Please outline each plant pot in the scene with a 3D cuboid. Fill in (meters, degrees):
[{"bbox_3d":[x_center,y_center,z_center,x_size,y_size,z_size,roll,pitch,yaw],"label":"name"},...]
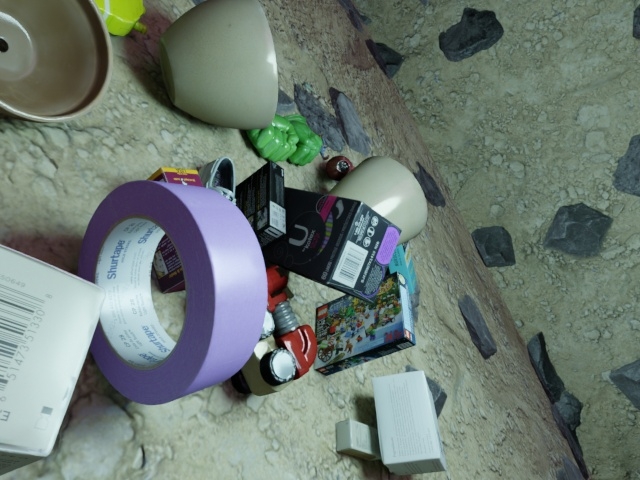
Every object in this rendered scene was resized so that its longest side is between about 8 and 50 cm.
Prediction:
[{"bbox_3d":[-0.439,-0.289,0.632,0.237,0.110,0.237,-13,105,-61],"label":"plant pot"},{"bbox_3d":[0.093,-0.051,1.138,0.274,0.256,0.256,-33,94,-32],"label":"plant pot"},{"bbox_3d":[-0.233,-0.369,0.938,0.191,0.284,0.284,-17,77,-23],"label":"plant pot"}]

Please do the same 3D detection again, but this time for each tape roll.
[{"bbox_3d":[-0.202,0.063,0.570,0.090,0.275,0.275,0,65,-58],"label":"tape roll"}]

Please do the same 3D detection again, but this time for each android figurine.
[{"bbox_3d":[-0.469,-0.505,0.858,0.273,0.056,0.248,12,54,-49],"label":"android figurine"}]

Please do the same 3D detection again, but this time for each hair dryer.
[{"bbox_3d":[0.125,-0.220,1.367,0.293,0.223,0.080,-2,98,-54],"label":"hair dryer"}]

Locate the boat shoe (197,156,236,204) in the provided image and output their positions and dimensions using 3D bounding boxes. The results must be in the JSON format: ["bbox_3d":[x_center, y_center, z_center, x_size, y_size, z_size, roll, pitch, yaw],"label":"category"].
[{"bbox_3d":[-0.209,-0.081,0.869,0.079,0.081,0.227,32,40,-40],"label":"boat shoe"}]

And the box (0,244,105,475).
[{"bbox_3d":[-0.321,0.120,0.383,0.127,0.232,0.148,35,39,-36],"label":"box"}]

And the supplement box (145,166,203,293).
[{"bbox_3d":[-0.240,-0.018,0.748,0.081,0.104,0.188,-8,73,-58],"label":"supplement box"}]

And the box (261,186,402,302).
[{"bbox_3d":[0.000,0.000,0.895,0.143,0.270,0.165,28,81,-42],"label":"box"}]

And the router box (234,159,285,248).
[{"bbox_3d":[-0.134,-0.064,0.916,0.046,0.133,0.179,31,42,-39],"label":"router box"}]

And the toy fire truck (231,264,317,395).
[{"bbox_3d":[-0.086,0.145,0.831,0.246,0.158,0.217,-23,84,-49],"label":"toy fire truck"}]

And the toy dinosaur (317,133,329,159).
[{"bbox_3d":[0.010,-0.306,1.430,0.090,0.047,0.082,-58,133,-68],"label":"toy dinosaur"}]

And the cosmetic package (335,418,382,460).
[{"bbox_3d":[0.084,0.424,0.927,0.115,0.041,0.060,37,38,-35],"label":"cosmetic package"}]

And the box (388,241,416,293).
[{"bbox_3d":[0.250,0.043,1.396,0.100,0.060,0.244,-53,130,-61],"label":"box"}]

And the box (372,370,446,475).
[{"bbox_3d":[0.198,0.411,0.976,0.181,0.119,0.182,62,19,-51],"label":"box"}]

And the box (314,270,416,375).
[{"bbox_3d":[0.088,0.182,0.945,0.044,0.233,0.159,37,37,-34],"label":"box"}]

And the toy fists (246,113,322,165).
[{"bbox_3d":[-0.093,-0.284,1.201,0.279,0.096,0.142,-7,72,-59],"label":"toy fists"}]
